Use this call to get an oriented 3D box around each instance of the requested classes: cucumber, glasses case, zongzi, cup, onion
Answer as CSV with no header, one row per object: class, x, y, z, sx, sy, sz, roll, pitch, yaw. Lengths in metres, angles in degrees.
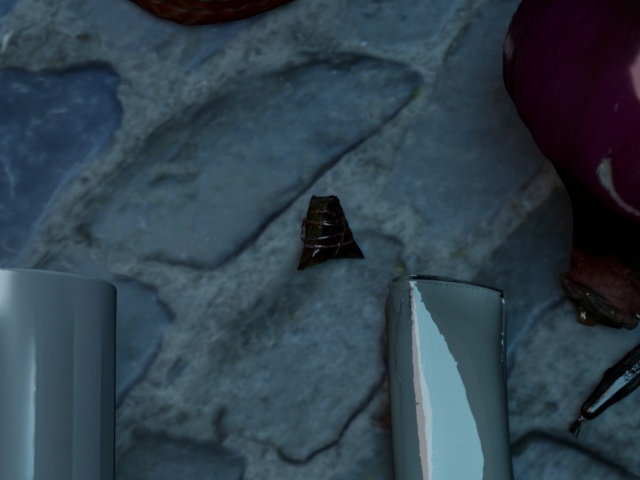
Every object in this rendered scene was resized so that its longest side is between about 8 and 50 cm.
cucumber,0.321,0.143,1.554,0.163,0.043,0.039,-36,50,-14
glasses case,0.134,0.189,1.493,0.128,0.083,0.308,0,80,-15
zongzi,0.000,0.000,1.521,0.073,0.067,0.083,-31,103,-19
cup,-0.343,0.203,1.358,0.322,0.237,0.327,-4,80,21
onion,0.332,-0.096,1.473,0.398,0.398,0.420,28,121,-3

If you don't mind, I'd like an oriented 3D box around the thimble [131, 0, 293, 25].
thimble,-0.098,-0.407,1.487,0.350,0.230,0.350,2,79,-9
